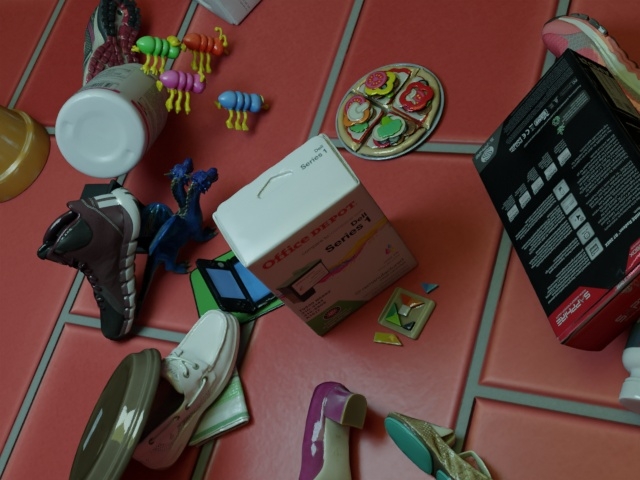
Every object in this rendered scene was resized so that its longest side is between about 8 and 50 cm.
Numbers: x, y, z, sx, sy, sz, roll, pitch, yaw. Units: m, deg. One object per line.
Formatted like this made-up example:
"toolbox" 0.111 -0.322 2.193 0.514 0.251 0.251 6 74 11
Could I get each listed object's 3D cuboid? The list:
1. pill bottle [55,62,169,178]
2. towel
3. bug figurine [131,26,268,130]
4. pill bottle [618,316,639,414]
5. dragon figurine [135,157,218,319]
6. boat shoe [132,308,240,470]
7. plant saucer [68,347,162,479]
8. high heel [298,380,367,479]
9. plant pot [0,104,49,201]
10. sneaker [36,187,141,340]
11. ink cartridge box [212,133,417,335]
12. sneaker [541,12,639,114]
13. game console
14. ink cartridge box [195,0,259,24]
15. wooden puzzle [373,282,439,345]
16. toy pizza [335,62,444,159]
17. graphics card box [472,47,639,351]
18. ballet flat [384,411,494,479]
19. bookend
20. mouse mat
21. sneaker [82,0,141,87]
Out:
"pill bottle" -0.372 -0.232 1.694 0.160 0.160 0.283 -24 20 13
"towel" -0.177 0.249 1.489 0.113 0.023 0.152 -26 53 9
"bug figurine" -0.228 -0.321 1.726 0.279 0.216 0.072 57 133 35
"pill bottle" 0.451 0.137 1.180 0.108 0.108 0.180 14 70 32
"dragon figurine" -0.274 -0.011 1.601 0.289 0.144 0.085 -49 53 -5
"boat shoe" -0.219 0.223 1.447 0.098 0.096 0.277 14 69 34
"plant saucer" -0.325 0.292 1.423 0.278 0.041 0.278 -54 21 31
"high heel" -0.008 0.327 1.342 0.117 0.082 0.244 1 75 62
"plant pot" -0.703 -0.211 1.898 0.205 0.188 0.205 -12 59 20
"sneaker" -0.399 0.048 1.548 0.106 0.162 0.281 32 122 48
"ink cartridge box" 0.000 0.000 1.371 0.201 0.278 0.117 -36 55 3
"sneaker" 0.416 -0.230 1.397 0.136 0.116 0.314 -38 53 5
"game console" -0.133 0.057 1.534 0.071 0.107 0.122 -55 48 26
"ink cartridge box" -0.163 -0.607 1.893 0.273 0.115 0.198 -48 54 -4
"wooden puzzle" 0.131 0.111 1.412 0.078 0.014 0.116 15 71 32
"toy pizza" 0.116 -0.231 1.598 0.201 0.032 0.201 -12 59 20
"graphics card box" 0.360 -0.062 1.254 0.233 0.094 0.371 -53 37 32
"ballet flat" 0.175 0.302 1.264 0.067 0.073 0.206 -28 52 -24
"bookend" -0.403 -0.042 1.675 0.156 0.157 0.072 1 64 26
"mouse mat" -0.133 0.074 1.570 0.190 0.007 0.152 -26 55 10
"sneaker" -0.441 -0.373 1.918 0.112 0.121 0.299 -30 49 46
